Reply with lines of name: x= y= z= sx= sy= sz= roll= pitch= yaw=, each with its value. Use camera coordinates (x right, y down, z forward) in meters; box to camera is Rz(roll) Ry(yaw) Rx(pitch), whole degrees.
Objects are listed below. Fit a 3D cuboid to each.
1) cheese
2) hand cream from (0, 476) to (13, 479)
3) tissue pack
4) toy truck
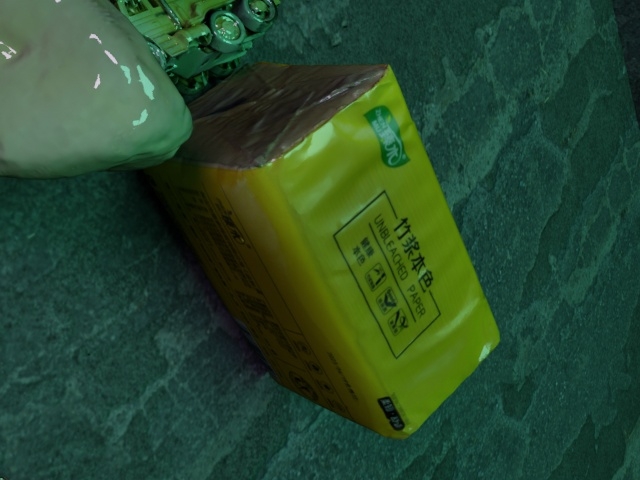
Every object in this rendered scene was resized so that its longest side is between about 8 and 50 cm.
cheese: x=-0.242 y=-0.119 z=0.740 sx=0.251 sy=0.248 sz=0.173 roll=-58 pitch=178 yaw=-4
hand cream: x=-0.316 y=0.242 z=0.788 sx=0.203 sy=0.084 sz=0.084 roll=48 pitch=54 yaw=-33
tissue pack: x=0.000 y=0.000 z=0.995 sx=0.228 sy=0.293 sz=0.382 roll=-42 pitch=122 yaw=-23
toy truck: x=-0.177 y=-0.231 z=0.953 sx=0.135 sy=0.128 sz=0.259 roll=51 pitch=49 yaw=-4
